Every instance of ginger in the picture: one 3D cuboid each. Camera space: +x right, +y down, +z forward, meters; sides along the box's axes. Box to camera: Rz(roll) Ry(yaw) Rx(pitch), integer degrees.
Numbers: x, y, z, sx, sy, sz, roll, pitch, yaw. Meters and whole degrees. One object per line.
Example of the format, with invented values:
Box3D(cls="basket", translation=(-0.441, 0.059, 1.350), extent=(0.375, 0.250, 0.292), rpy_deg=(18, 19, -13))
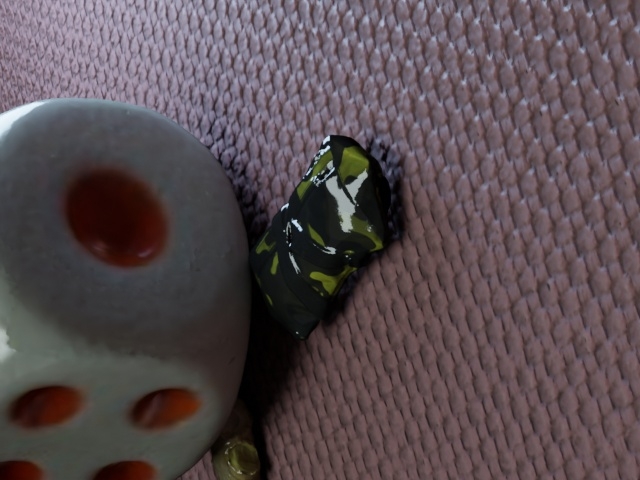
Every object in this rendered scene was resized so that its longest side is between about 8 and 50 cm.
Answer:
Box3D(cls="ginger", translation=(-0.073, 0.228, 1.733), extent=(0.173, 0.051, 0.069), rpy_deg=(65, 151, 20))

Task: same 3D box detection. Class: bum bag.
Box3D(cls="bum bag", translation=(0.000, 0.000, 1.544), extent=(0.106, 0.060, 0.232), rpy_deg=(61, 146, 18))

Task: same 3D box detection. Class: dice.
Box3D(cls="dice", translation=(-0.240, 0.067, 1.710), extent=(0.304, 0.277, 0.304), rpy_deg=(-56, 39, 44))
